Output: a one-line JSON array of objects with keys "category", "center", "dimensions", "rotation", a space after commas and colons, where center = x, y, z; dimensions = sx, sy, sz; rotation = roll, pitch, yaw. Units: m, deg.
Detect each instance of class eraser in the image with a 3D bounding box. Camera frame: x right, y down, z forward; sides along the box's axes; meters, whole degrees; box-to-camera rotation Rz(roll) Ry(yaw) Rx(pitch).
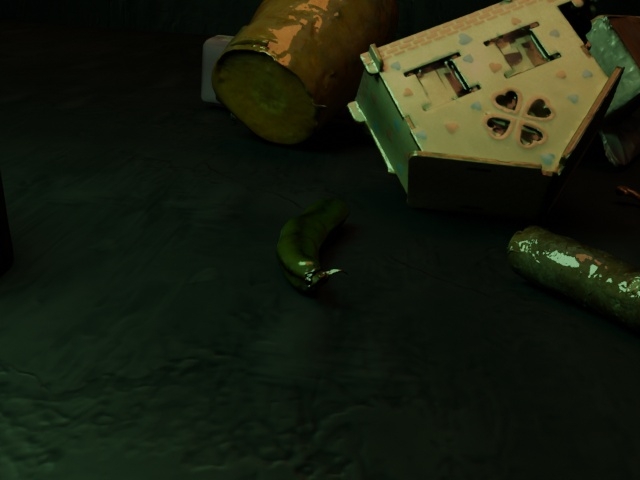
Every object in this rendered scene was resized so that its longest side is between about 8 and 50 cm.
[{"category": "eraser", "center": [0.064, -0.251, 1.463], "dimensions": [0.105, 0.026, 0.065], "rotation": [16, 21, 32]}]

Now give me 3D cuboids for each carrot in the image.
[{"category": "carrot", "center": [-0.011, -0.312, 1.222], "dimensions": [0.224, 0.224, 0.340], "rotation": [13, 51, 24]}]

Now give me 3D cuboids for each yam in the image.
[{"category": "yam", "center": [0.264, 0.049, 0.630], "dimensions": [0.061, 0.061, 0.253], "rotation": [-9, 23, -32]}]

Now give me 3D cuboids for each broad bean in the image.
[{"category": "broad bean", "center": [-0.005, 0.000, 0.738], "dimensions": [0.069, 0.039, 0.227], "rotation": [-1, 20, 3]}]

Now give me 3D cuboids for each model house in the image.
[{"category": "model house", "center": [0.226, -0.147, 0.910], "dimensions": [0.326, 0.169, 0.244], "rotation": [-22, 64, -7]}]

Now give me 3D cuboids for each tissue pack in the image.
[{"category": "tissue pack", "center": [0.482, -0.239, 1.290], "dimensions": [0.239, 0.238, 0.305], "rotation": [15, 22, 28]}]

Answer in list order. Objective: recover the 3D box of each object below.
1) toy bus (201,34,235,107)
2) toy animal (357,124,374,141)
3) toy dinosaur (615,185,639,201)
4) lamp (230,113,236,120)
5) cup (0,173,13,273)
[{"category": "toy bus", "center": [-0.114, -0.309, 1.430], "dimensions": [0.203, 0.141, 0.142], "rotation": [14, 16, 27]}, {"category": "toy animal", "center": [0.108, -0.194, 1.259], "dimensions": [0.098, 0.137, 0.098], "rotation": [-8, -21, -3]}, {"category": "toy dinosaur", "center": [0.468, -0.050, 0.981], "dimensions": [0.162, 0.039, 0.126], "rotation": [-1, 30, -27]}, {"category": "lamp", "center": [-0.095, -0.218, 1.335], "dimensions": [0.121, 0.041, 0.054], "rotation": [7, 29, -1]}, {"category": "cup", "center": [-0.376, -0.072, 0.662], "dimensions": [0.166, 0.176, 0.239], "rotation": [-12, 25, -36]}]
